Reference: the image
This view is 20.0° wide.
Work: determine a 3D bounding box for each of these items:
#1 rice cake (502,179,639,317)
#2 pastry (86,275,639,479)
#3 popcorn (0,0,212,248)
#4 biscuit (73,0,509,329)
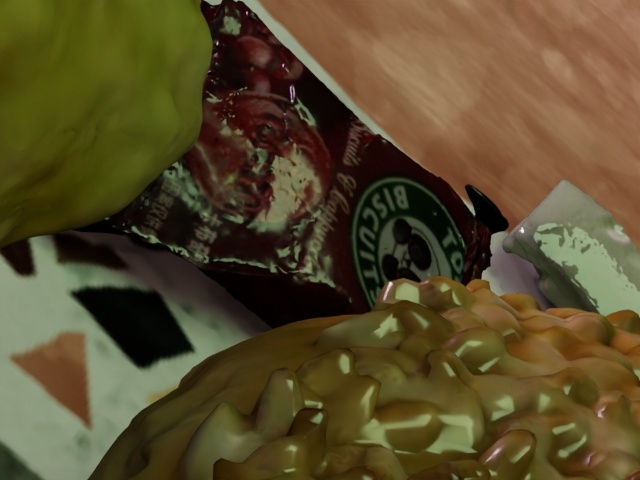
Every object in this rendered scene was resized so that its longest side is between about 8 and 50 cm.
[{"bbox_3d":[0.187,0.083,0.923,0.256,0.052,0.057,50,38,1],"label":"rice cake"},{"bbox_3d":[0.065,0.193,0.524,0.409,0.245,0.409,26,42,-26],"label":"pastry"},{"bbox_3d":[-0.214,-0.094,0.467,0.334,0.293,0.292,25,50,17],"label":"popcorn"},{"bbox_3d":[0.001,-0.005,0.796,0.235,0.063,0.151,39,48,-23],"label":"biscuit"}]
